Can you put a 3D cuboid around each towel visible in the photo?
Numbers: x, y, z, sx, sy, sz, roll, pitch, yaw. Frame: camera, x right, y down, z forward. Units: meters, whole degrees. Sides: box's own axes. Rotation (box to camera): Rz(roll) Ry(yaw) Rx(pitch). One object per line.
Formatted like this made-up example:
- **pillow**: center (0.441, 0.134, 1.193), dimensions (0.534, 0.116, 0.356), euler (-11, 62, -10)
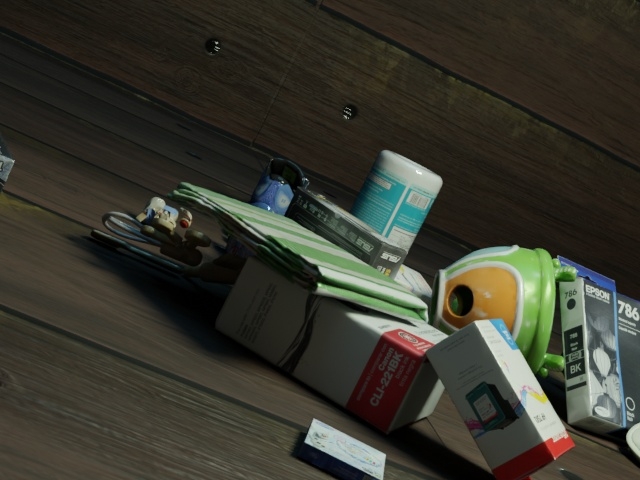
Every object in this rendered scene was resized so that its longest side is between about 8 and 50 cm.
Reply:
- **towel**: center (-0.029, 0.015, 1.489), dimensions (0.248, 0.038, 0.325), euler (17, 9, -46)

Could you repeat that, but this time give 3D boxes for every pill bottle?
- **pill bottle**: center (0.131, -0.042, 2.291), dimensions (0.146, 0.264, 0.146), euler (27, 8, -4)

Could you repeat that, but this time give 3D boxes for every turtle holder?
- **turtle holder**: center (0.313, 0.114, 2.002), dimensions (0.227, 0.243, 0.320), euler (7, 19, 1)

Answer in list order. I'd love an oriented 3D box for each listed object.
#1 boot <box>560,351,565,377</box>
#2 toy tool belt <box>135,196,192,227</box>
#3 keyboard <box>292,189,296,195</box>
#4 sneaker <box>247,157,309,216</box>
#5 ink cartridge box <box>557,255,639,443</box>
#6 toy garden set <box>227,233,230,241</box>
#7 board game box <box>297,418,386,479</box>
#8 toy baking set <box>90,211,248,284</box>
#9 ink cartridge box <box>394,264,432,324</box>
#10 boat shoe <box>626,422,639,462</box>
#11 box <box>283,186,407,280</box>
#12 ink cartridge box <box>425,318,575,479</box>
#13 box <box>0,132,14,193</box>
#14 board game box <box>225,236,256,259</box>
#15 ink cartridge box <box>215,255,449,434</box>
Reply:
- **boot**: center (0.609, 0.291, 2.284), dimensions (0.264, 0.096, 0.280), euler (28, 8, 10)
- **toy tool belt**: center (-0.258, -0.032, 1.838), dimensions (0.083, 0.052, 0.051), euler (24, 40, 2)
- **keyboard**: center (0.000, 0.000, 2.093), dimensions (0.201, 0.033, 0.317), euler (62, 4, -8)
- **sneaker**: center (-0.073, -0.098, 2.422), dimensions (0.130, 0.147, 0.330), euler (27, 8, 3)
- **ink cartridge box**: center (0.510, 0.186, 2.006), dimensions (0.165, 0.332, 0.065), euler (20, -34, -30)
- **toy garden set**: center (-0.077, 0.000, 2.141), dimensions (0.204, 0.049, 0.244), euler (25, 9, -10)
- **board game box**: center (0.024, 0.227, 1.179), dimensions (0.090, 0.020, 0.090), euler (26, 9, 3)
- **toy baking set**: center (-0.194, 0.009, 1.543), dimensions (0.256, 0.030, 0.197), euler (0, -27, 44)
- **ink cartridge box**: center (0.147, 0.090, 2.129), dimensions (0.198, 0.067, 0.115), euler (28, 17, -28)
- **boat shoe**: center (0.643, 0.403, 1.825), dimensions (0.319, 0.116, 0.099), euler (25, -38, 39)
- **box**: center (0.007, 0.045, 1.676), dimensions (0.056, 0.183, 0.231), euler (17, 12, -41)
- **ink cartridge box**: center (0.230, 0.213, 1.347), dimensions (0.231, 0.078, 0.134), euler (61, 19, 13)
- **box**: center (-0.475, -0.086, 1.178), dimensions (0.247, 0.142, 0.163), euler (20, 12, -28)
- **board game box**: center (-0.074, 0.038, 1.892), dimensions (0.194, 0.060, 0.194), euler (21, 11, -33)
- **ink cartridge box**: center (0.028, 0.127, 1.471), dimensions (0.273, 0.114, 0.197), euler (28, 10, 20)
